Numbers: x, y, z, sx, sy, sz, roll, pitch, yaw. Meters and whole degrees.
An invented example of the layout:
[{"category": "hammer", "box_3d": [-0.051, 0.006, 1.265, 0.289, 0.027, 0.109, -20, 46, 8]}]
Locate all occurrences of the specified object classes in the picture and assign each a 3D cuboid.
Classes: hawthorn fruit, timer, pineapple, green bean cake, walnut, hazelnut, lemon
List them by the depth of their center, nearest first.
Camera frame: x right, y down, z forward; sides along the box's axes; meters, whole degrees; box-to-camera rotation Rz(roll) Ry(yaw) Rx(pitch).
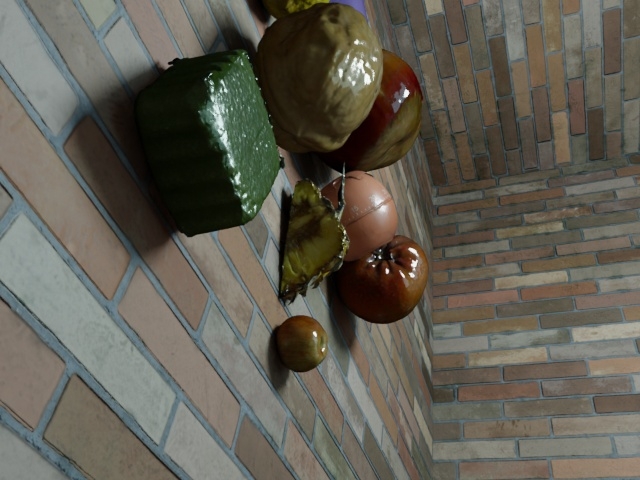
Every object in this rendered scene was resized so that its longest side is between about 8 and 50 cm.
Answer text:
[{"category": "green bean cake", "box_3d": [-0.178, -0.162, 1.007, 0.250, 0.156, 0.247, -70, 148, -56]}, {"category": "walnut", "box_3d": [-0.016, -0.347, 1.353, 0.306, 0.306, 0.344, 62, 29, -47]}, {"category": "pineapple", "box_3d": [0.005, 0.000, 1.492, 0.161, 0.158, 0.335, 53, 33, -56]}, {"category": "lemon", "box_3d": [-0.061, -0.640, 1.525, 0.192, 0.192, 0.231, 63, 28, -45]}, {"category": "timer", "box_3d": [0.088, -0.065, 1.656, 0.215, 0.229, 0.229, 63, 17, 5]}, {"category": "hazelnut", "box_3d": [0.118, -0.367, 1.727, 0.409, 0.359, 0.359, -17, 99, -80]}, {"category": "hawthorn fruit", "box_3d": [0.179, 0.129, 1.825, 0.277, 0.276, 0.298, -77, 162, -48]}]

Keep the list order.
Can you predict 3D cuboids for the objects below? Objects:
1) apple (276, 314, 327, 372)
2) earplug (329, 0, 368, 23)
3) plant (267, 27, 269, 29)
[{"category": "apple", "box_3d": [-0.039, 0.223, 1.349, 0.126, 0.102, 0.126, -8, 90, -73]}, {"category": "earplug", "box_3d": [0.050, -0.647, 1.866, 0.456, 0.215, 0.215, 57, 30, -59]}, {"category": "plant", "box_3d": [-0.092, -0.489, 1.590, 0.116, 0.104, 0.122, -3, 121, -37]}]
